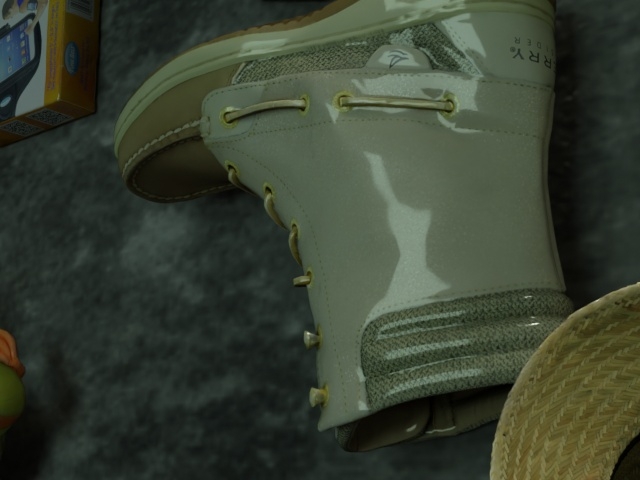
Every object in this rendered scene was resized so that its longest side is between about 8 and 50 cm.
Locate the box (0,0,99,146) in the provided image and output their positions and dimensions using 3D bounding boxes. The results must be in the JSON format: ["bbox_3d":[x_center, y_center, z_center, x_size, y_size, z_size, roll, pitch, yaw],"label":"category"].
[{"bbox_3d":[-0.179,-0.098,0.692,0.136,0.028,0.081,-12,71,38],"label":"box"}]

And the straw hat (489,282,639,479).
[{"bbox_3d":[0.107,0.088,0.358,0.061,0.145,0.144,107,157,-68],"label":"straw hat"}]

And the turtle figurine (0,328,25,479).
[{"bbox_3d":[-0.213,0.104,0.628,0.217,0.087,0.269,-38,65,33],"label":"turtle figurine"}]

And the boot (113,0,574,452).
[{"bbox_3d":[0.000,0.000,0.472,0.213,0.077,0.165,-15,71,36],"label":"boot"}]
